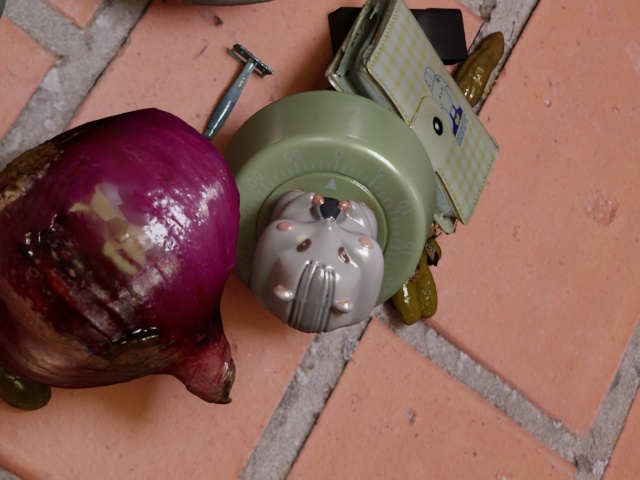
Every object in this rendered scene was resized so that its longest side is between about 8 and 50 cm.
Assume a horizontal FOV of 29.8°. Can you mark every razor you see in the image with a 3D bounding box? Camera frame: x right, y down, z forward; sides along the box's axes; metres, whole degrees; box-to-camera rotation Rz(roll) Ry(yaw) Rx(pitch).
[{"bbox_3d":[-0.122,-0.194,1.636,0.068,0.040,0.135,36,74,-22],"label":"razor"}]

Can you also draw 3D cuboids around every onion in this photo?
[{"bbox_3d":[-0.217,0.047,1.381,0.385,0.348,0.348,51,62,-23],"label":"onion"}]

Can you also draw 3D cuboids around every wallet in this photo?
[{"bbox_3d":[0.143,-0.181,1.698,0.309,0.077,0.223,52,37,-27],"label":"wallet"}]

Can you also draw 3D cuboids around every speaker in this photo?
[{"bbox_3d":[0.117,-0.303,1.786,0.218,0.044,0.082,-4,86,-31],"label":"speaker"}]

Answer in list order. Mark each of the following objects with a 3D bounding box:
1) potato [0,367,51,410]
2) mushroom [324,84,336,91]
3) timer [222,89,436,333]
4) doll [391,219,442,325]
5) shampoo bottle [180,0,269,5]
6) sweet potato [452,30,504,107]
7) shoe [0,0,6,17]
[{"bbox_3d":[-0.362,0.172,1.432,0.092,0.045,0.046,42,29,-23],"label":"potato"},{"bbox_3d":[0.030,-0.125,1.668,0.141,0.117,0.188,13,68,-56],"label":"mushroom"},{"bbox_3d":[0.000,0.000,1.457,0.291,0.291,0.315,48,18,-17],"label":"timer"},{"bbox_3d":[0.136,0.015,1.730,0.137,0.097,0.209,-19,99,-37],"label":"doll"},{"bbox_3d":[-0.102,-0.458,1.511,0.317,0.322,0.322,-26,97,-25],"label":"shampoo bottle"},{"bbox_3d":[0.240,-0.262,1.851,0.054,0.053,0.182,39,66,-15],"label":"sweet potato"},{"bbox_3d":[-0.452,-0.263,1.414,0.100,0.103,0.251,10,57,13],"label":"shoe"}]
